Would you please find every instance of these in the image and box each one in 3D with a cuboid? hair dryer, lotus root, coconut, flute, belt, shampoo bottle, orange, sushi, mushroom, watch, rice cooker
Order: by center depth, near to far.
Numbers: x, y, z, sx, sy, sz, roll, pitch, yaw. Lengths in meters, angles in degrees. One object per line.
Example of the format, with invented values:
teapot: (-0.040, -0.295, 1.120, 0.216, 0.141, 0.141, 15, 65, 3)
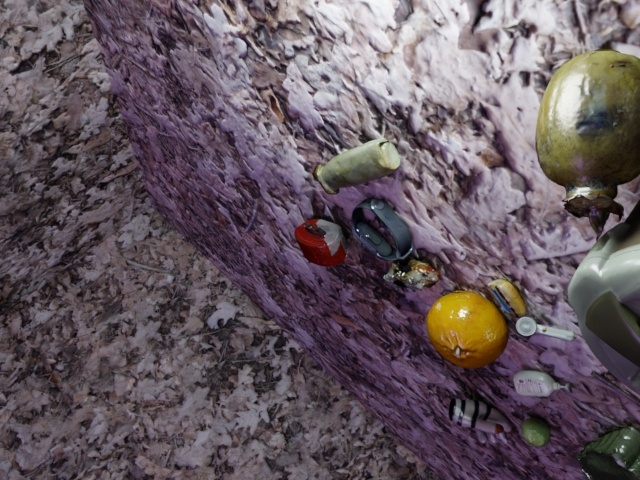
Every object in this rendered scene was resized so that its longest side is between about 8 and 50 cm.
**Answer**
rice cooker: (0.552, 0.075, 0.690, 0.335, 0.325, 0.335, 37, 154, 21)
lotus root: (0.390, -0.144, 0.721, 0.154, 0.277, 0.154, 10, 171, 2)
flute: (0.776, 0.396, 1.194, 0.270, 0.014, 0.014, 34, 153, 26)
hair dryer: (0.557, 0.223, 1.239, 0.138, 0.047, 0.082, 10, 175, 26)
mushroom: (0.091, -0.194, 1.335, 0.100, 0.081, 0.312, 51, 151, -16)
orange: (0.398, 0.246, 1.377, 0.219, 0.193, 0.219, 34, 137, 39)
shampoo bottle: (0.621, 0.403, 1.402, 0.152, 0.045, 0.077, -14, 94, 52)
watch: (0.178, -0.026, 1.461, 0.206, 0.068, 0.193, 46, 156, 6)
sushi: (0.258, 0.098, 1.481, 0.226, 0.103, 0.097, -5, 108, 58)
coconut: (0.680, 0.604, 1.585, 0.088, 0.096, 0.087, 6, 108, 18)
belt: (0.000, 0.000, 1.709, 0.201, 0.128, 0.124, 22, 147, 45)

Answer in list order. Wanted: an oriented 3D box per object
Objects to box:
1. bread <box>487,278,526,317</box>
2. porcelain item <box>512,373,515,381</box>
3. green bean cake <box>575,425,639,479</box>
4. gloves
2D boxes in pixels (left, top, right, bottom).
bread: (0.474, 0.144, 1.258, 0.106, 0.053, 0.072, 52, 179, -5)
porcelain item: (0.610, 0.420, 1.479, 0.083, 0.028, 0.036, 16, 139, 47)
green bean cake: (0.824, 0.612, 1.301, 0.255, 0.132, 0.241, 41, 160, 24)
gloves: (0.572, 0.630, 1.775, 0.219, 0.131, 0.140, 8, 143, 8)
